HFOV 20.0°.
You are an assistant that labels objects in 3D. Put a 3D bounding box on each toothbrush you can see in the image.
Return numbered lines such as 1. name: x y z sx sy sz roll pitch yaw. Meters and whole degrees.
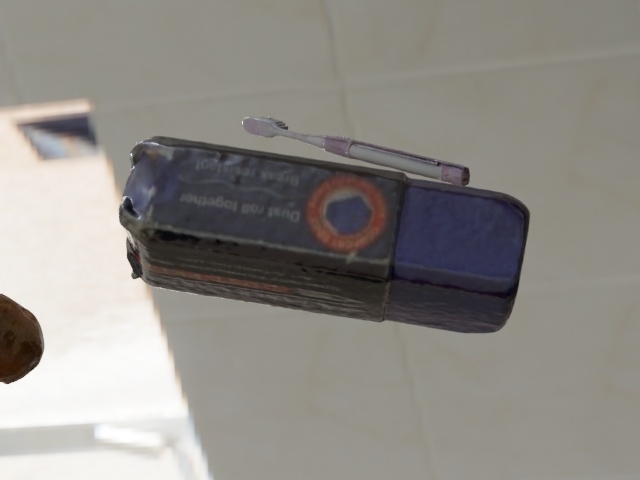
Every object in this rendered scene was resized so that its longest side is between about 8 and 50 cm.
1. toothbrush: 0.038 -0.108 2.114 0.029 0.354 0.024 -17 -66 -43

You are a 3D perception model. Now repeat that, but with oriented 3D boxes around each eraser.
1. eraser: 0.000 0.000 1.502 0.155 0.332 0.102 92 -171 -71

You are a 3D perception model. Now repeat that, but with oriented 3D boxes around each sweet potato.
1. sweet potato: -0.395 0.066 1.928 0.292 0.097 0.097 46 -143 -38
